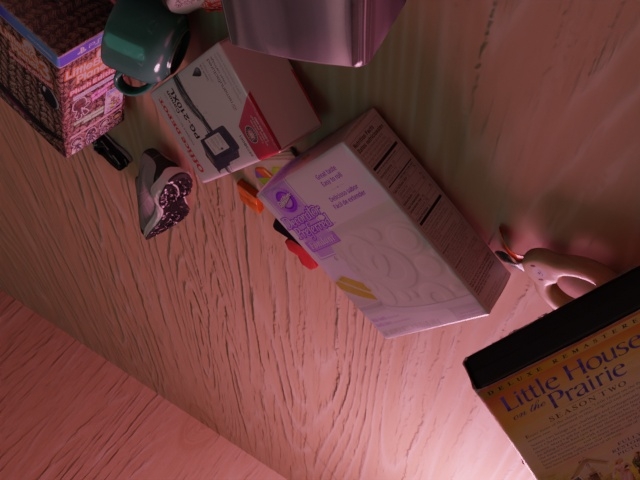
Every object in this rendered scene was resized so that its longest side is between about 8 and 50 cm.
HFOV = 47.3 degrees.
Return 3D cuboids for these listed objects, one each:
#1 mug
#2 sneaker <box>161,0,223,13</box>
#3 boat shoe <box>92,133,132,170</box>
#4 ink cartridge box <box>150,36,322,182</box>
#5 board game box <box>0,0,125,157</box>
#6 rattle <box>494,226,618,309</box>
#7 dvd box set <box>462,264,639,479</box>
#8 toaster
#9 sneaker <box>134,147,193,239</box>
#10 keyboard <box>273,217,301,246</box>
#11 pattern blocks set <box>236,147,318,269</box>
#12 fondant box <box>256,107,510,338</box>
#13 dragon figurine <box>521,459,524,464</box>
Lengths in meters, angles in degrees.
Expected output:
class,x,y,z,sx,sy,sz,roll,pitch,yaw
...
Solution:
class,x,y,z,sx,sy,sz,roll,pitch,yaw
mug,-0.254,-0.296,1.098,0.097,0.129,0.158,24,161,-3
sneaker,-0.103,-0.322,0.947,0.145,0.090,0.270,50,146,-13
boat shoe,-0.459,-0.196,1.548,0.125,0.038,0.046,41,150,-4
ink cartridge box,-0.134,-0.200,1.108,0.237,0.100,0.172,-13,110,54
board game box,-0.467,-0.327,1.262,0.232,0.141,0.291,42,150,7
rattle,0.307,0.082,1.001,0.200,0.142,0.130,29,167,6
dvd box set,0.400,0.222,0.928,0.420,0.308,0.062,53,-168,-33
toaster,-0.004,-0.269,0.740,0.168,0.185,0.110,13,140,17
sneaker,-0.334,-0.094,1.511,0.108,0.100,0.271,49,148,11
keyboard,0.000,0.000,1.282,0.180,0.023,0.108,32,158,2
pattern blocks set,-0.049,-0.079,1.276,0.325,0.026,0.285,50,148,-17
fondant box,0.091,-0.010,1.115,0.330,0.096,0.238,49,144,-12
dragon figurine,0.394,0.228,1.036,0.085,0.289,0.144,49,-174,-12
